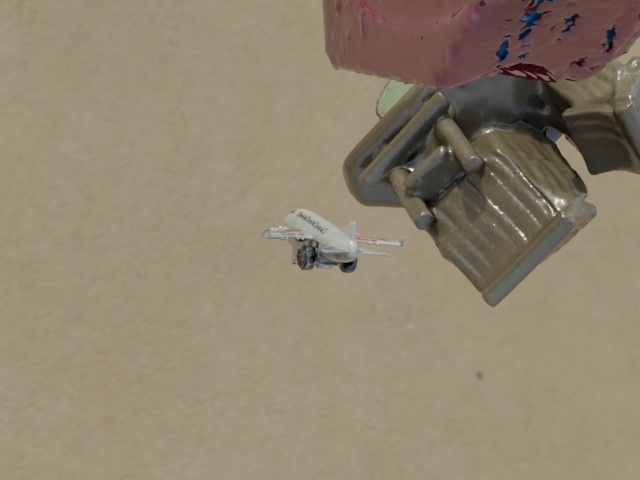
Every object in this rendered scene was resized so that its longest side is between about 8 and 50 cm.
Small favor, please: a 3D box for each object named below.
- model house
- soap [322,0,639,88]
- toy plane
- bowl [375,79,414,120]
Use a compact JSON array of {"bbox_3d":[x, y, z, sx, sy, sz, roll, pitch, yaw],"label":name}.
[{"bbox_3d":[0.145,-0.059,1.036,0.122,0.229,0.188,37,14,-37],"label":"model house"},{"bbox_3d":[0.079,-0.149,0.603,0.099,0.250,0.162,-4,100,-17],"label":"soap"},{"bbox_3d":[0.000,0.000,1.509,0.162,0.171,0.065,4,91,-27],"label":"toy plane"},{"bbox_3d":[0.182,-0.169,1.675,0.112,0.211,0.211,51,47,-23],"label":"bowl"}]
